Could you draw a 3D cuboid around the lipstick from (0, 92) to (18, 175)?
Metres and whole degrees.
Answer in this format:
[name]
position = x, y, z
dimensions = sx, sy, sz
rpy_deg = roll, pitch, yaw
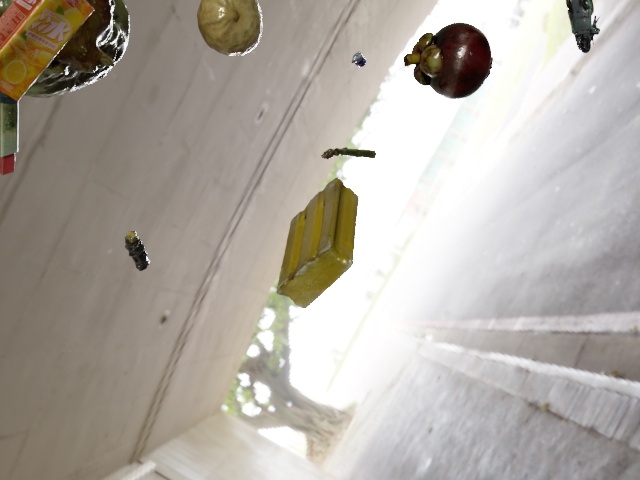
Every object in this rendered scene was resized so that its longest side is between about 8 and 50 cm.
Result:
[lipstick]
position = -0.702, -0.281, 1.747
dimensions = 0.051, 0.051, 0.312
rpy_deg = -124, 39, -48

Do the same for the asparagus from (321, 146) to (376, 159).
[asparagus]
position = 0.066, -0.195, 1.737
dimensions = 0.024, 0.025, 0.248
rpy_deg = -52, -19, 23

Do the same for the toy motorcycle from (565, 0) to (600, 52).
[toy motorcycle]
position = 0.646, -0.547, 1.896
dimensions = 0.100, 0.058, 0.173
rpy_deg = -23, -74, -43

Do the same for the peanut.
[peanut]
position = -0.177, -0.439, 1.543
dimensions = 0.159, 0.109, 0.140
rpy_deg = -30, -67, -64

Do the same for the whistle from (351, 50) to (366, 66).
[whistle]
position = 0.093, -0.435, 1.877
dimensions = 0.033, 0.029, 0.083
rpy_deg = -50, -14, 9

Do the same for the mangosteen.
[mangosteen]
position = 0.282, -0.401, 1.724
dimensions = 0.200, 0.200, 0.200
rpy_deg = -60, -5, -10

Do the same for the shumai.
[shumai]
position = -0.616, -0.514, 1.895
dimensions = 0.397, 0.323, 0.324
rpy_deg = -31, -62, -26

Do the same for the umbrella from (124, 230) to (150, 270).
[umbrella]
position = -0.412, 0.023, 1.735
dimensions = 0.040, 0.037, 0.144
rpy_deg = -27, -26, -15

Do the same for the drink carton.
[drink carton]
position = -0.519, -0.369, 1.388
dimensions = 0.223, 0.071, 0.096
rpy_deg = -48, -31, 2

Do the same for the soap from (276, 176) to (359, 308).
[soap]
position = 0.000, 0.000, 1.862
dimensions = 0.199, 0.091, 0.315
rpy_deg = -43, 20, 27
